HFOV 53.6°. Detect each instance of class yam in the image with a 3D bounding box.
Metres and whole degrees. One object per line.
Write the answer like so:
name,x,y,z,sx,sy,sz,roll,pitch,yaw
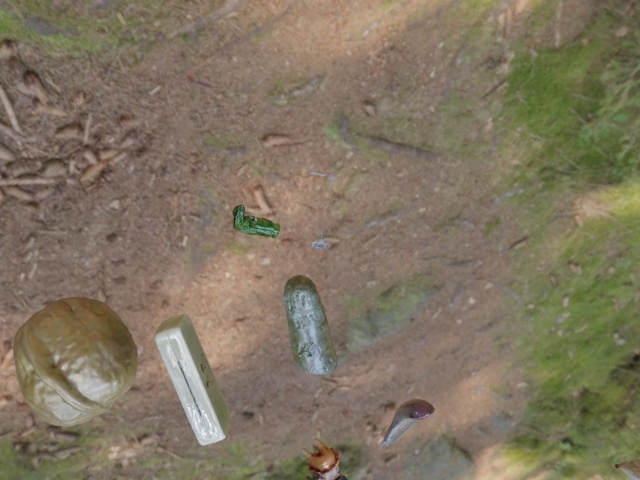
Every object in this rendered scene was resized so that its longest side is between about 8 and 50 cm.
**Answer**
yam,-0.036,0.249,1.852,0.133,0.133,0.330,-25,121,-25

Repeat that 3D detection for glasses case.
glasses case,-0.315,0.344,1.580,0.070,0.313,0.131,-20,-170,2

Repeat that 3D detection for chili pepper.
chili pepper,-0.179,-0.047,1.650,0.073,0.050,0.182,-7,163,31

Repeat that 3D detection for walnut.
walnut,-0.738,0.359,1.905,0.381,0.381,0.381,-29,147,-21

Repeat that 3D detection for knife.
knife,0.178,0.368,1.314,0.123,0.053,0.278,-41,164,-18

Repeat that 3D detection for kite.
kite,0.006,0.002,1.575,0.044,0.002,0.078,20,136,-23

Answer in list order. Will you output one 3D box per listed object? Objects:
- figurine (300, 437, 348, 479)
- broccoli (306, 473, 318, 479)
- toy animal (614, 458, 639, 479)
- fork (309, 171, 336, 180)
figurine,0.018,0.599,1.562,0.111,0.102,0.195,-31,117,-28
broccoli,-0.097,0.633,1.484,0.194,0.194,0.220,75,36,-56
toy animal,0.842,0.461,1.472,0.247,0.182,0.310,99,9,-74
fork,0.004,-0.159,1.538,0.016,0.012,0.115,-42,157,24
